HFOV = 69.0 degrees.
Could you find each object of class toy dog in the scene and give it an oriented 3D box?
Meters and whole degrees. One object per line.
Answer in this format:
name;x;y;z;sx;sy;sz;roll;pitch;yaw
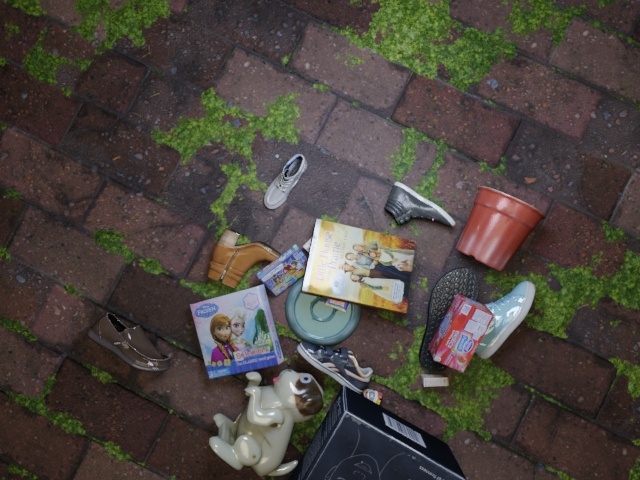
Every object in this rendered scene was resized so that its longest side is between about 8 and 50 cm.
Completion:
toy dog;-0.167;0.679;1.784;0.395;0.284;0.408;44;87;0

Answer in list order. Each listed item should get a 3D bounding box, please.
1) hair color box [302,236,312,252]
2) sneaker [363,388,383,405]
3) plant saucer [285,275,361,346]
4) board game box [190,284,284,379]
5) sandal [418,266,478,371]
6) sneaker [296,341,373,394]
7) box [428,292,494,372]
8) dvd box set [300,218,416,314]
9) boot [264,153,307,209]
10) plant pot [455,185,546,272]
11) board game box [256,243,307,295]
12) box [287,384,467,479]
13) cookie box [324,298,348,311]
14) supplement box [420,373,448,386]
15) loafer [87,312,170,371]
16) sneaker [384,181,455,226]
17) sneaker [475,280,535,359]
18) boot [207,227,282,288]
hair color box;0.000;0.000;1.929;0.141;0.043;0.072;-45;87;-2
sneaker;0.173;0.705;1.876;0.093;0.088;0.225;21;83;15
plant saucer;0.011;0.280;1.915;0.318;0.044;0.316;0;86;1
board game box;-0.338;0.369;1.869;0.319;0.066;0.317;-17;86;16
sandal;0.497;0.307;1.881;0.168;0.107;0.444;18;100;1
sneaker;0.063;0.478;1.863;0.321;0.126;0.127;36;93;-8
box;0.529;0.349;1.768;0.128;0.122;0.256;24;101;-1
dvd box set;0.155;0.102;1.851;0.421;0.062;0.307;13;72;-5
boot;-0.150;-0.245;1.905;0.095;0.123;0.258;34;88;3
plant pot;0.679;-0.034;1.817;0.273;0.272;0.264;27;97;3
board game box;-0.140;0.121;1.888;0.201;0.136;0.035;-37;42;-1
box;0.174;0.875;1.674;0.480;0.297;0.471;30;91;1
cookie box;0.076;0.222;1.874;0.092;0.040;0.107;20;88;1
supplement box;0.459;0.563;1.877;0.099;0.062;0.036;-2;88;2
loafer;-0.763;0.409;1.882;0.366;0.134;0.130;28;88;3
sneaker;0.393;-0.103;1.898;0.296;0.104;0.146;33;90;9
sneaker;0.700;0.290;1.849;0.150;0.135;0.365;37;88;0
boot;-0.310;0.099;1.904;0.284;0.109;0.219;22;93;-5
